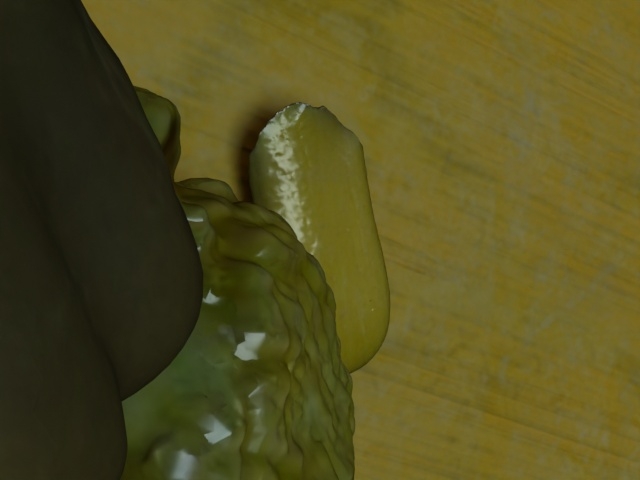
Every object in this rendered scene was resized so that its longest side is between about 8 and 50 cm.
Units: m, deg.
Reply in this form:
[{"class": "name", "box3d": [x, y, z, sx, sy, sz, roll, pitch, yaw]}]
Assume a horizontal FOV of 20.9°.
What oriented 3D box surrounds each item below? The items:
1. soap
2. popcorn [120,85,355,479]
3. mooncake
[{"class": "soap", "box3d": [0.000, 0.000, 0.996, 0.089, 0.033, 0.168, -15, 107, -36]}, {"class": "popcorn", "box3d": [-0.075, 0.076, 0.864, 0.225, 0.174, 0.286, 14, 67, -67]}, {"class": "mooncake", "box3d": [-0.230, 0.032, 0.627, 0.378, 0.378, 0.200, -41, 123, -23]}]
